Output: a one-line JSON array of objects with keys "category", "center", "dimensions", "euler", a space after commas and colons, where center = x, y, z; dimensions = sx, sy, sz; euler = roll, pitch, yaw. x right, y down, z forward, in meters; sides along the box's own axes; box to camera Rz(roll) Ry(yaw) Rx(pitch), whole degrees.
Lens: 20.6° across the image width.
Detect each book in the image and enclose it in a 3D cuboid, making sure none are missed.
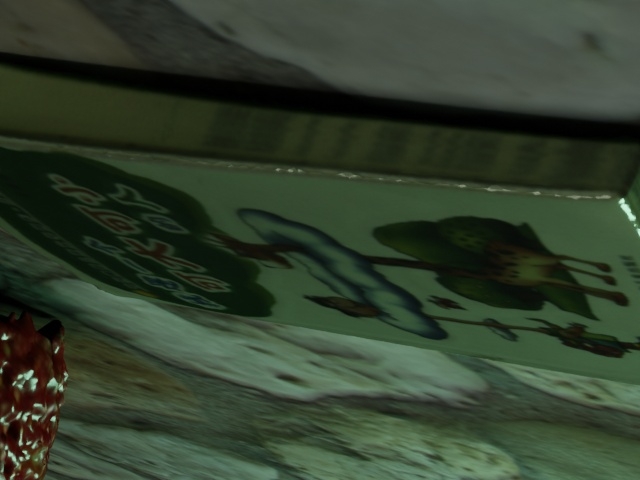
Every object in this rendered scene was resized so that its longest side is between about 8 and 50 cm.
[{"category": "book", "center": [0.000, 0.000, 0.830], "dimensions": [0.371, 0.043, 0.260], "euler": [8, 161, 28]}]

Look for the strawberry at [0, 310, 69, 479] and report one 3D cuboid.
[{"category": "strawberry", "center": [-0.297, 0.138, 1.219], "dimensions": [0.261, 0.258, 0.261], "euler": [19, 171, 3]}]
